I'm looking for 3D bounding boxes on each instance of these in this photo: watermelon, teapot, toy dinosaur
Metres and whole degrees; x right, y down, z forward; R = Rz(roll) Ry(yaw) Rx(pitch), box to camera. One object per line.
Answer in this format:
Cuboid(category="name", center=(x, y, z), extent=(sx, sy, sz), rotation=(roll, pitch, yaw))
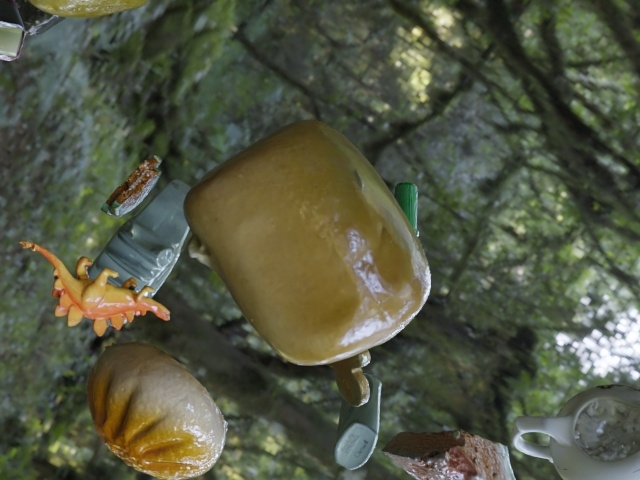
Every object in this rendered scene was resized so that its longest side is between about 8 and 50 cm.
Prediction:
Cuboid(category="watermelon", center=(0.236, 0.409, 1.961), extent=(0.193, 0.256, 0.140), rotation=(-19, -131, 51))
Cuboid(category="teapot", center=(0.472, 0.336, 1.786), extent=(0.166, 0.299, 0.208), rotation=(73, 17, -60))
Cuboid(category="toy dinosaur", center=(-0.380, 0.094, 1.760), extent=(0.070, 0.288, 0.117), rotation=(20, -94, 60))

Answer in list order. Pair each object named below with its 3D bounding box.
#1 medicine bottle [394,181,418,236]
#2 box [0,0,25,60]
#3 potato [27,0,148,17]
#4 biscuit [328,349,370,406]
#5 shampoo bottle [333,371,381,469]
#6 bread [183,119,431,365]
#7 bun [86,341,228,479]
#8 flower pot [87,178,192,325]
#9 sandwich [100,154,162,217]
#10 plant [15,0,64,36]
Cuboid(category="medicine bottle", center=(0.199, 0.009, 2.574), extent=(0.076, 0.111, 0.309), rotation=(-10, -111, 36))
Cuboid(category="box", center=(-0.509, -0.349, 1.554), extent=(0.224, 0.120, 0.069), rotation=(57, -50, 45))
Cuboid(category="potato", center=(-0.322, -0.367, 1.365), extent=(0.158, 0.178, 0.203), rotation=(-28, 174, -29))
Cuboid(category="biscuit", center=(0.042, 0.201, 2.007), extent=(0.030, 0.234, 0.153), rotation=(-21, -174, -28))
Cuboid(category="shampoo bottle", center=(0.092, 0.383, 2.390), extent=(0.134, 0.078, 0.359), rotation=(-61, -178, 13))
Cuboid(category="bread", center=(0.000, 0.000, 1.699), extent=(0.253, 0.376, 0.348), rotation=(-29, -179, 30))
Cuboid(category="bun", center=(-0.325, 0.332, 1.963), extent=(0.165, 0.299, 0.299), rotation=(-44, -176, -34))
Cuboid(category="flower pot", center=(-0.426, 0.025, 2.562), extent=(0.254, 0.164, 0.367), rotation=(-53, -175, 33))
Cuboid(category="sandwich", center=(-0.272, -0.074, 1.550), extent=(0.135, 0.029, 0.067), rotation=(-52, 178, -40))
Cuboid(category="plant", center=(-0.504, -0.478, 1.991), extent=(0.194, 0.132, 0.129), rotation=(-32, -166, 19))
